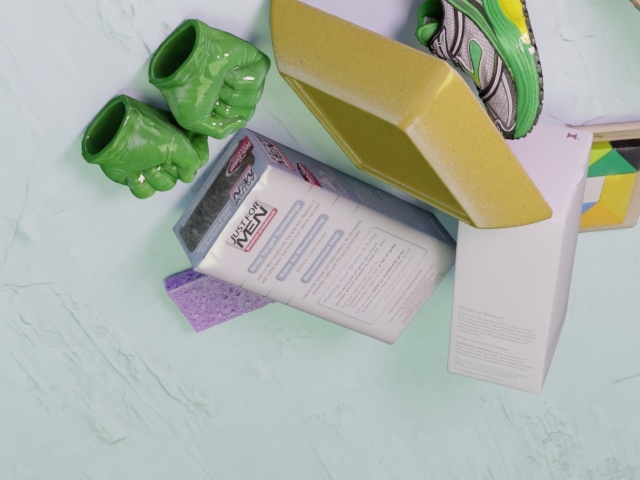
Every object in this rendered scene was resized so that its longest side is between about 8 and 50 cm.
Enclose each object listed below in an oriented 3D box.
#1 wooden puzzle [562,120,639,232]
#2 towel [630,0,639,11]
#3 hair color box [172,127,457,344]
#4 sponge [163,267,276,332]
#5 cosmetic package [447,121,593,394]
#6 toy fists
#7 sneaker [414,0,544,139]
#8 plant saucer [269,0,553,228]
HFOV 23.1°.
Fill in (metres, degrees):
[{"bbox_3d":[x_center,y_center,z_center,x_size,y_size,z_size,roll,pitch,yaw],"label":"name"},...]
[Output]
[{"bbox_3d":[0.393,-0.083,2.341,0.220,0.044,0.239,-6,139,-13],"label":"wooden puzzle"},{"bbox_3d":[0.474,-0.373,1.884,0.370,0.040,0.271,44,116,-4],"label":"towel"},{"bbox_3d":[0.000,0.000,2.226,0.374,0.114,0.185,23,112,-37],"label":"hair color box"},{"bbox_3d":[-0.116,0.063,2.348,0.210,0.031,0.117,-22,139,6],"label":"sponge"},{"bbox_3d":[0.286,0.024,2.264,0.155,0.197,0.366,13,135,15],"label":"cosmetic package"},{"bbox_3d":[-0.178,-0.160,2.031,0.142,0.096,0.279,23,125,-38],"label":"toy fists"},{"bbox_3d":[0.201,-0.267,2.028,0.146,0.134,0.344,-15,131,9],"label":"sneaker"},{"bbox_3d":[0.094,-0.143,1.965,0.081,0.332,0.333,-52,137,-9],"label":"plant saucer"}]
